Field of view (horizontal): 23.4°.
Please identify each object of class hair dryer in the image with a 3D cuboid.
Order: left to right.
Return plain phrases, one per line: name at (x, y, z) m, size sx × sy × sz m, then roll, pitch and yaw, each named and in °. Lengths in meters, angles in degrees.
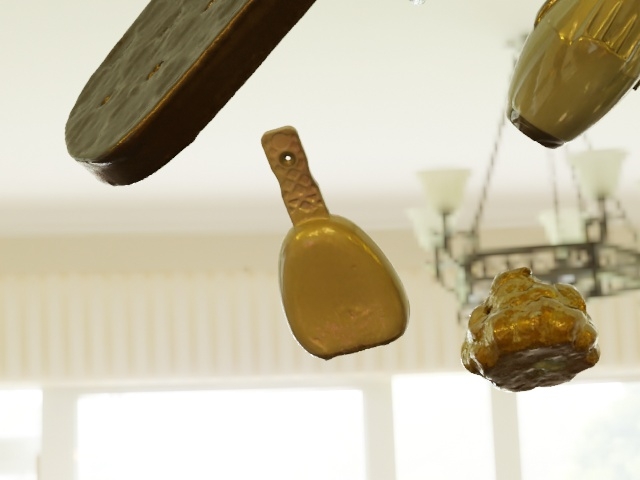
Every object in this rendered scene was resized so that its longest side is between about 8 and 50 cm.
hair dryer at (0.229, -0.214, 1.159) m, size 0.092 × 0.267 × 0.229 m, roll 30°, pitch -51°, yaw -10°

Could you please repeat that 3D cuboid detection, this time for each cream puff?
cream puff at (0.207, 0.081, 1.541) m, size 0.146 × 0.116 × 0.146 m, roll -5°, pitch -33°, yaw -3°

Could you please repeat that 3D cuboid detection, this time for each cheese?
cheese at (0.000, 0.000, 1.161) m, size 0.097 × 0.192 × 0.037 m, roll -14°, pitch 27°, yaw 14°

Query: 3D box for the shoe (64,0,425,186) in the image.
shoe at (0.001, -0.080, 0.448) m, size 0.049 × 0.179 × 0.071 m, roll 41°, pitch -2°, yaw -33°
